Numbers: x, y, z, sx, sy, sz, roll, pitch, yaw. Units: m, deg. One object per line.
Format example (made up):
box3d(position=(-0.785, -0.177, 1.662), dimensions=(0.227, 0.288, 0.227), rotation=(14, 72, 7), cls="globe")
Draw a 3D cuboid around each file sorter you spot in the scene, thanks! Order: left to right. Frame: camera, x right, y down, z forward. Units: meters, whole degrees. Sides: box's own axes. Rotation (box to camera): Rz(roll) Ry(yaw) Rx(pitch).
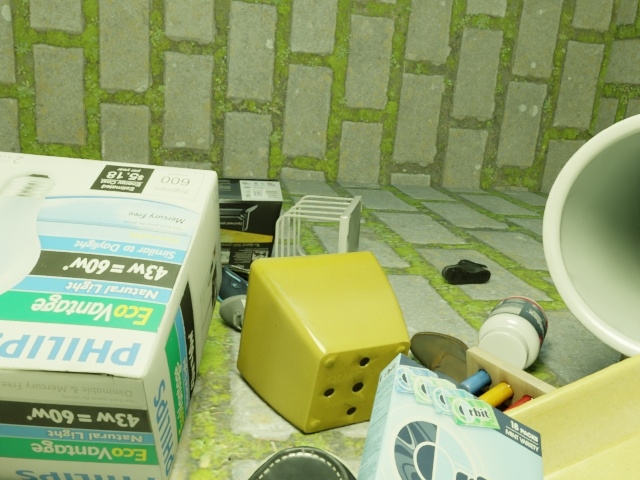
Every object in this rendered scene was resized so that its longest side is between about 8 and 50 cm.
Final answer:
box3d(position=(0.000, 0.000, 1.408), dimensions=(0.173, 0.192, 0.277), rotation=(5, 15, 9), cls="file sorter")

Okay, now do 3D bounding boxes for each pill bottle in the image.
box3d(position=(0.347, 0.175, 1.024), dimensions=(0.108, 0.107, 0.180), rotation=(12, 18, 26), cls="pill bottle")

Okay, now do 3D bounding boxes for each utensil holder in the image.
box3d(position=(0.566, -0.014, 0.824), dimensions=(0.386, 0.327, 0.328), rotation=(-6, 18, -44), cls="utensil holder")

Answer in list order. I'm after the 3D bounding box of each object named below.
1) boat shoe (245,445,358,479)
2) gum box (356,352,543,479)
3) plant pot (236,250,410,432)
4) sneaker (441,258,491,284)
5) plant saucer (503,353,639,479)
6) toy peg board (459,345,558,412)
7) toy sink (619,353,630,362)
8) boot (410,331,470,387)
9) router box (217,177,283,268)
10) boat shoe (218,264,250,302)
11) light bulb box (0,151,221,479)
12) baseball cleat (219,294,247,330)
box3d(position=(-0.044, 0.290, 0.408), dimensions=(0.187, 0.155, 0.500), rotation=(6, 14, 11), cls="boat shoe")
box3d(position=(0.107, 0.204, 0.455), dimensions=(0.157, 0.041, 0.184), rotation=(30, 39, -6), cls="gum box")
box3d(position=(0.013, 0.159, 0.842), dimensions=(0.212, 0.212, 0.187), rotation=(-3, 31, -26), cls="plant pot")
box3d(position=(0.381, 0.081, 1.494), dimensions=(0.170, 0.051, 0.089), rotation=(4, 14, -19), cls="sneaker")
box3d(position=(0.267, 0.274, 0.467), dimensions=(0.333, 0.080, 0.332), rotation=(-22, 31, -4), cls="plant saucer")
box3d(position=(0.222, 0.240, 0.681), dimensions=(0.079, 0.161, 0.161), rotation=(-22, 27, -28), cls="toy peg board")
box3d(position=(0.615, 0.211, 0.893), dimensions=(0.234, 0.152, 0.131), rotation=(10, 16, 21), cls="toy sink")
box3d(position=(0.195, 0.210, 0.902), dimensions=(0.106, 0.082, 0.219), rotation=(-3, 19, -35), cls="boot")
box3d(position=(-0.261, -0.036, 1.352), dimensions=(0.309, 0.242, 0.081), rotation=(1, 47, -16), cls="router box")
box3d(position=(-0.097, 0.106, 1.178), dimensions=(0.259, 0.088, 0.109), rotation=(7, 16, 7), cls="boat shoe")
box3d(position=(-0.332, 0.083, 0.713), dimensions=(0.358, 0.225, 0.361), rotation=(4, 39, -1), cls="light bulb box")
box3d(position=(-0.119, 0.155, 1.032), dimensions=(0.206, 0.072, 0.109), rotation=(8, 22, 26), cls="baseball cleat")
